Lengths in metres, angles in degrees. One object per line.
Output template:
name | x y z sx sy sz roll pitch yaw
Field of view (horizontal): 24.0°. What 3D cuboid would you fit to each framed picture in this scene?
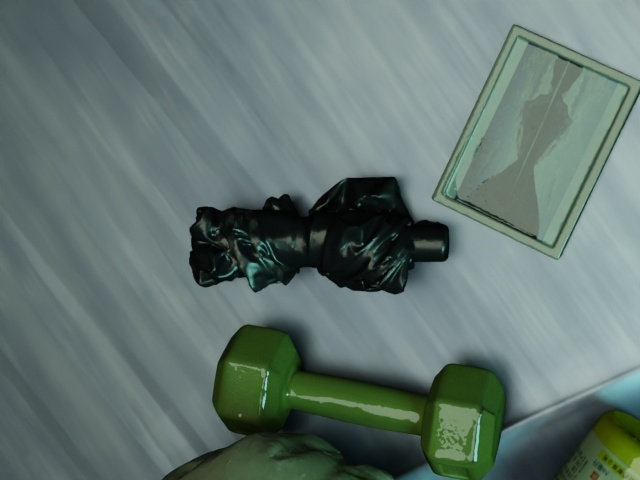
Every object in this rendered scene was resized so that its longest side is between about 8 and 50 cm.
framed picture | 0.223 -0.101 1.553 0.150 0.015 0.203 27 100 12

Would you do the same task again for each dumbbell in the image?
dumbbell | 0.039 0.169 1.571 0.302 0.121 0.108 10 67 13

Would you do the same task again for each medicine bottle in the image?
medicine bottle | 0.275 0.286 1.510 0.122 0.122 0.212 36 101 10

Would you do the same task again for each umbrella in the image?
umbrella | -0.001 -0.001 1.576 0.272 0.122 0.110 -2 137 11

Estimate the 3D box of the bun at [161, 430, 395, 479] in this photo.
bun | -0.030 0.347 1.527 0.326 0.234 0.362 -28 120 34
